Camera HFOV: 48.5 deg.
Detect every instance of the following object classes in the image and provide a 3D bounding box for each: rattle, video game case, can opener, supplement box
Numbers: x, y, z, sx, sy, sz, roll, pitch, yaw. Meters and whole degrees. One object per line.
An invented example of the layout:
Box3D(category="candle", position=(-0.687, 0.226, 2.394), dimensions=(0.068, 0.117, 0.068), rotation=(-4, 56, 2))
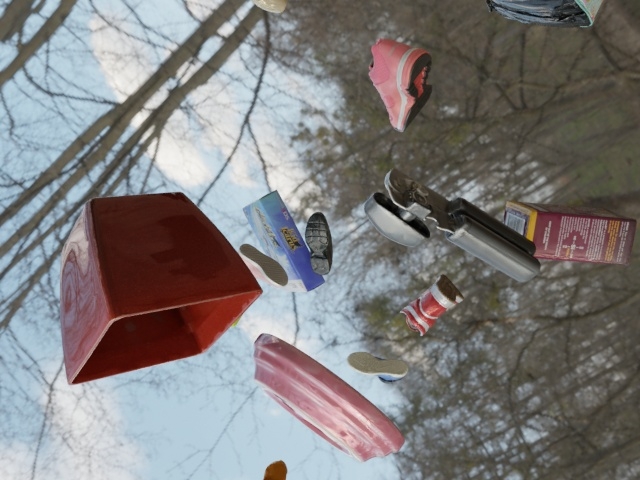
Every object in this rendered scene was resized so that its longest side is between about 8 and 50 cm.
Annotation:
Box3D(category="rattle", position=(-0.104, 0.556, 1.613), dimensions=(0.130, 0.143, 0.199), rotation=(34, 152, 24))
Box3D(category="video game case", position=(-0.105, 0.009, 1.897), dimensions=(0.269, 0.061, 0.244), rotation=(62, 163, -5))
Box3D(category="can opener", position=(0.192, -0.011, 1.039), dimensions=(0.283, 0.095, 0.076), rotation=(28, -142, -23))
Box3D(category="supplement box", position=(0.414, -0.014, 1.196), dimensions=(0.188, 0.080, 0.104), rotation=(4, -168, -9))

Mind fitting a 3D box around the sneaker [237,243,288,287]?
Box3D(category="sneaker", position=(-0.134, 0.068, 1.589), dimensions=(0.134, 0.070, 0.051), rotation=(38, -131, 5))

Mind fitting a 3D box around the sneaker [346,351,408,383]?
Box3D(category="sneaker", position=(0.139, 0.321, 1.775), dimensions=(0.084, 0.152, 0.058), rotation=(92, -175, -63))

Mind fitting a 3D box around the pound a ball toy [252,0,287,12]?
Box3D(category="pound a ball toy", position=(-0.167, -0.642, 1.536), dimensions=(0.136, 0.208, 0.319), rotation=(11, -158, -39))

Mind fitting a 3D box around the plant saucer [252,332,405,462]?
Box3D(category="plant saucer", position=(-0.002, 0.302, 1.312), dimensions=(0.332, 0.084, 0.332), rotation=(34, 163, 12))

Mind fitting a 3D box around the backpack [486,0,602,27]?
Box3D(category="backpack", position=(0.320, -0.386, 1.011), dimensions=(0.166, 0.144, 0.188), rotation=(24, -168, -45))

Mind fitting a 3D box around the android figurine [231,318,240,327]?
Box3D(category="android figurine", position=(-0.304, 0.138, 1.921), dimensions=(0.248, 0.056, 0.273), rotation=(47, -119, -27))

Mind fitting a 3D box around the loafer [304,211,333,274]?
Box3D(category="loafer", position=(0.000, 0.000, 1.738), dimensions=(0.061, 0.062, 0.170), rotation=(-60, -27, -54))

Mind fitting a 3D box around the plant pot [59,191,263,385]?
Box3D(category="plant pot", position=(-0.302, 0.064, 1.216), dimensions=(0.267, 0.267, 0.235), rotation=(-8, -116, -39))

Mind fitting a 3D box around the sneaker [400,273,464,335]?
Box3D(category="sneaker", position=(0.138, 0.080, 0.876), dimensions=(0.042, 0.067, 0.118), rotation=(48, -165, 13))

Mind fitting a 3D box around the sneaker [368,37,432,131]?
Box3D(category="sneaker", position=(0.178, -0.371, 1.653), dimensions=(0.136, 0.116, 0.314), rotation=(35, 167, 15))
